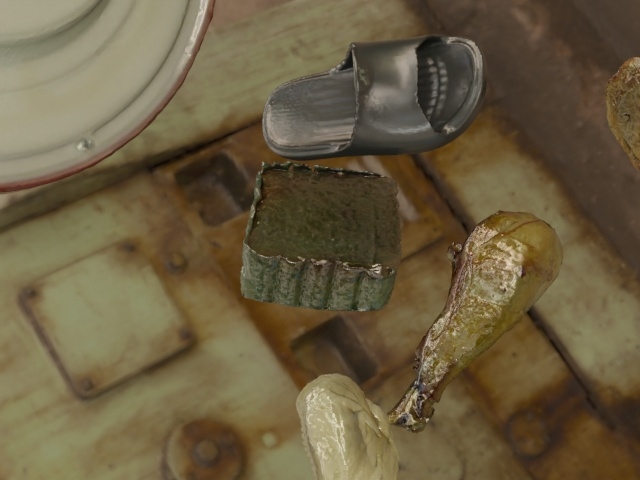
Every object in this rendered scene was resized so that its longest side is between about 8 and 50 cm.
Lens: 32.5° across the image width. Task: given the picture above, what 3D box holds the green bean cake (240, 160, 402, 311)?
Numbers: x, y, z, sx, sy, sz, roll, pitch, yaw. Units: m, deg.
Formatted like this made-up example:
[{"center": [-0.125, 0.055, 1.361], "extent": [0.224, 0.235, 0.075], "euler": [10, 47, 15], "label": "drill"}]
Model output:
[{"center": [0.000, 0.000, 1.250], "extent": [0.181, 0.173, 0.094], "euler": [-88, 4, -50], "label": "green bean cake"}]

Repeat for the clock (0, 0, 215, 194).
[{"center": [-0.188, -0.181, 0.569], "extent": [0.080, 0.318, 0.318], "euler": [-2, 112, 50], "label": "clock"}]

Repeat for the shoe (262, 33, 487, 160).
[{"center": [0.039, -0.137, 1.067], "extent": [0.241, 0.093, 0.108], "euler": [-9, 76, 26], "label": "shoe"}]

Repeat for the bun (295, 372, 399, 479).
[{"center": [0.038, 0.260, 1.400], "extent": [0.164, 0.111, 0.188], "euler": [40, -147, -71], "label": "bun"}]

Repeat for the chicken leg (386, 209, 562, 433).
[{"center": [0.101, 0.056, 0.765], "extent": [0.070, 0.178, 0.093], "euler": [34, 171, -16], "label": "chicken leg"}]

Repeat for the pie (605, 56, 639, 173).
[{"center": [0.345, -0.141, 1.191], "extent": [0.092, 0.034, 0.170], "euler": [52, 165, 22], "label": "pie"}]
